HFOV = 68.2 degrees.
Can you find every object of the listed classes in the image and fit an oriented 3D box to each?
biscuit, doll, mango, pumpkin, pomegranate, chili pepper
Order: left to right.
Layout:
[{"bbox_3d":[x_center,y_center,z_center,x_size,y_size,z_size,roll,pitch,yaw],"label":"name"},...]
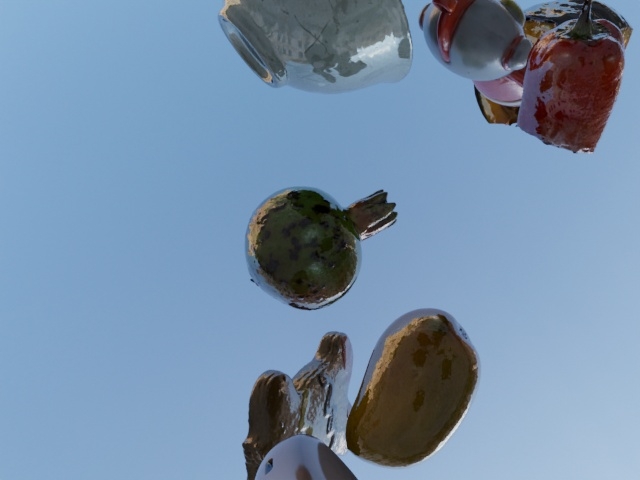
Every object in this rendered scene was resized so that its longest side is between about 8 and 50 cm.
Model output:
[{"bbox_3d":[-0.020,0.423,1.050,0.076,0.394,0.368,3,-81,30],"label":"biscuit"},{"bbox_3d":[0.000,0.000,0.596,0.205,0.159,0.159,-27,-104,-2],"label":"pomegranate"},{"bbox_3d":[0.167,0.277,0.874,0.211,0.173,0.317,29,-94,48],"label":"mango"},{"bbox_3d":[0.239,-0.270,0.669,0.200,0.336,0.105,45,-66,33],"label":"doll"},{"bbox_3d":[0.523,-0.414,1.099,0.225,0.303,0.256,-20,-72,-29],"label":"pumpkin"},{"bbox_3d":[0.252,-0.174,0.465,0.086,0.192,0.084,-4,-137,2],"label":"chili pepper"}]

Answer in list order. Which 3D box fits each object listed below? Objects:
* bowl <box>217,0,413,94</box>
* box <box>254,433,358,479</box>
[{"bbox_3d":[-0.042,-0.287,0.607,0.146,0.313,0.313,-41,-103,-3],"label":"bowl"},{"bbox_3d":[0.000,0.263,0.440,0.088,0.200,0.146,-40,-88,-4],"label":"box"}]
